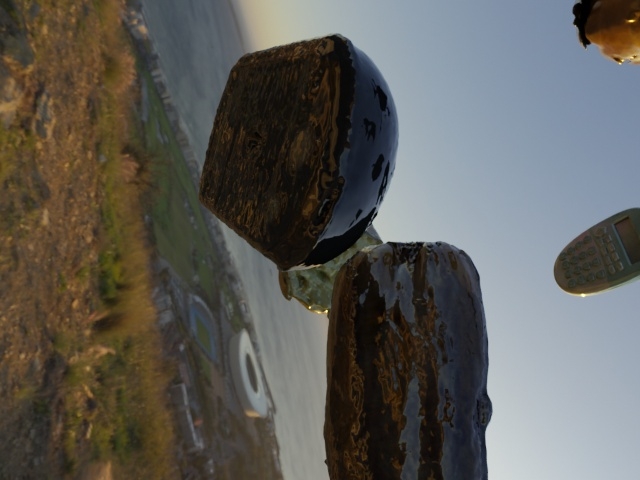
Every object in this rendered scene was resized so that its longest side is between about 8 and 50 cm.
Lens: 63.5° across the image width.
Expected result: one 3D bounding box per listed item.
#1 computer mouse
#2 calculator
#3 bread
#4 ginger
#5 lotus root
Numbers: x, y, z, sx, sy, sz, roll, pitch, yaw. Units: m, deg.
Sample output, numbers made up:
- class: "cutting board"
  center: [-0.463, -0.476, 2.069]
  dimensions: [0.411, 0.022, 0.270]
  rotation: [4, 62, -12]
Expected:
- class: "computer mouse"
  center: [-0.015, -0.072, 0.436]
  dimensions: [0.269, 0.100, 0.170]
  rotation: [32, -76, 59]
- class: "calculator"
  center: [0.659, 0.022, 1.148]
  dimensions: [0.042, 0.295, 0.184]
  rotation: [35, 39, -25]
- class: "bread"
  center: [0.000, 0.006, 0.982]
  dimensions: [0.238, 0.196, 0.252]
  rotation: [34, 11, -14]
- class: "ginger"
  center: [0.353, -0.265, 0.580]
  dimensions: [0.309, 0.133, 0.107]
  rotation: [-49, 141, -55]
- class: "lotus root"
  center: [0.060, 0.144, 0.452]
  dimensions: [0.078, 0.167, 0.329]
  rotation: [34, 50, -51]
